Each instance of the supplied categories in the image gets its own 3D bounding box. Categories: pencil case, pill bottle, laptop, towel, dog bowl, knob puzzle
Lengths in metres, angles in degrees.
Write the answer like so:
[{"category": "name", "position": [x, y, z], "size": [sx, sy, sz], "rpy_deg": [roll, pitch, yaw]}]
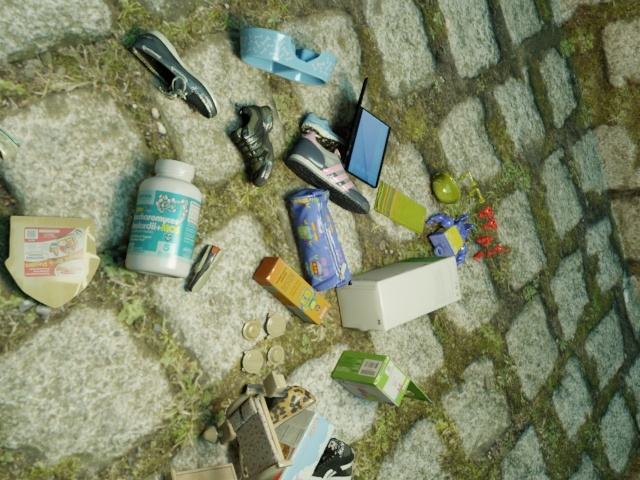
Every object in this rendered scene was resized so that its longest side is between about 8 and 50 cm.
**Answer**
[{"category": "pencil case", "position": [0.000, 0.000, 1.696], "size": [0.119, 0.133, 0.306], "rpy_deg": [-21, 100, -36]}, {"category": "pill bottle", "position": [-0.360, -0.050, 1.389], "size": [0.146, 0.146, 0.264], "rpy_deg": [15, 78, -38]}, {"category": "laptop", "position": [0.156, -0.322, 1.833], "size": [0.136, 0.264, 0.234], "rpy_deg": [14, 74, -1]}, {"category": "towel", "position": [0.275, -0.107, 2.002], "size": [0.237, 0.021, 0.102], "rpy_deg": [26, 73, -36]}, {"category": "dog bowl", "position": [-0.089, -0.497, 1.633], "size": [0.297, 0.166, 0.074], "rpy_deg": [8, 94, -39]}, {"category": "knob puzzle", "position": [-0.575, 0.047, 1.280], "size": [0.213, 0.030, 0.213], "rpy_deg": [3, 86, -40]}]

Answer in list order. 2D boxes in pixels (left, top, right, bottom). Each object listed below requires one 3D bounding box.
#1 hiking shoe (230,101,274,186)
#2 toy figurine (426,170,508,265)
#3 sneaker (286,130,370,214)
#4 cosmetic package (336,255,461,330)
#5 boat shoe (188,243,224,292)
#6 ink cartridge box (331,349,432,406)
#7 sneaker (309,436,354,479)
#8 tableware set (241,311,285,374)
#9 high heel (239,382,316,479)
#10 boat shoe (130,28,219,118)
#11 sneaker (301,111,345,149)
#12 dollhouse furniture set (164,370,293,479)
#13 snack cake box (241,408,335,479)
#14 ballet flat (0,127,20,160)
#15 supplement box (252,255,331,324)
[{"category": "hiking shoe", "position": [-0.189, -0.255, 1.596], "size": [0.114, 0.086, 0.227], "rpy_deg": [3, 80, -26]}, {"category": "toy figurine", "position": [0.464, -0.035, 2.057], "size": [0.217, 0.191, 0.362], "rpy_deg": [-41, 112, -28]}, {"category": "sneaker", "position": [0.049, -0.197, 1.759], "size": [0.319, 0.112, 0.131], "rpy_deg": [37, 69, -34]}, {"category": "cosmetic package", "position": [0.248, 0.159, 1.856], "size": [0.365, 0.197, 0.155], "rpy_deg": [-13, 96, -41]}, {"category": "boat shoe", "position": [-0.296, 0.071, 1.505], "size": [0.043, 0.049, 0.137], "rpy_deg": [27, 68, 9]}, {"category": "ink cartridge box", "position": [0.187, 0.445, 1.793], "size": [0.255, 0.189, 0.097], "rpy_deg": [47, 59, -28]}, {"category": "sneaker", "position": [0.012, 0.630, 1.718], "size": [0.217, 0.079, 0.121], "rpy_deg": [22, 71, -46]}, {"category": "tableware set", "position": [-0.154, 0.281, 1.627], "size": [0.141, 0.020, 0.168], "rpy_deg": [1, 89, -38]}, {"category": "high heel", "position": [-0.112, 0.508, 1.551], "size": [0.186, 0.093, 0.261], "rpy_deg": [5, 77, 1]}, {"category": "boat shoe", "position": [-0.350, -0.390, 1.447], "size": [0.254, 0.095, 0.079], "rpy_deg": [51, 57, -24]}, {"category": "sneaker", "position": [0.018, -0.328, 1.773], "size": [0.162, 0.063, 0.073], "rpy_deg": [29, 63, -38]}, {"category": "dollhouse furniture set", "position": [-0.194, 0.524, 1.358], "size": [0.174, 0.355, 0.303], "rpy_deg": [7, 45, -40]}, {"category": "snack cake box", "position": [-0.091, 0.579, 1.579], "size": [0.089, 0.152, 0.264], "rpy_deg": [46, 61, -29]}, {"category": "ballet flat", "position": [-0.681, -0.230, 1.191], "size": [0.052, 0.057, 0.168], "rpy_deg": [-50, 118, -19]}, {"category": "supplement box", "position": [-0.077, 0.142, 1.661], "size": [0.233, 0.080, 0.078], "rpy_deg": [45, 64, -32]}]
